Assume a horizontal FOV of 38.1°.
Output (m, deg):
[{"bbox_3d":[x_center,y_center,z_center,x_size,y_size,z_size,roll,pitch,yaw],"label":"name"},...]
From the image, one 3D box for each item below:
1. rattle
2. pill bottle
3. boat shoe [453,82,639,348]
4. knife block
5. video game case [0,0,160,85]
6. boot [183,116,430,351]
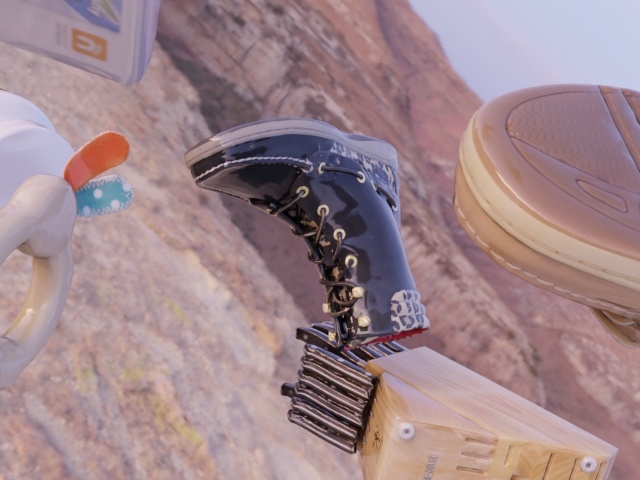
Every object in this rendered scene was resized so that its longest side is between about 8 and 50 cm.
[{"bbox_3d":[-0.240,-0.002,0.672,0.142,0.200,0.130,7,-23,30],"label":"rattle"},{"bbox_3d":[-0.427,-0.107,1.130,0.318,0.176,0.176,23,-9,43],"label":"pill bottle"},{"bbox_3d":[0.189,0.015,0.480,0.341,0.110,0.122,11,48,-33],"label":"boat shoe"},{"bbox_3d":[0.104,0.158,0.873,0.275,0.088,0.242,12,17,-8],"label":"knife block"},{"bbox_3d":[-0.196,-0.205,0.338,0.299,0.036,0.329,18,-28,-6],"label":"video game case"},{"bbox_3d":[0.002,-0.001,0.765,0.236,0.085,0.179,2,70,-49],"label":"boot"}]
